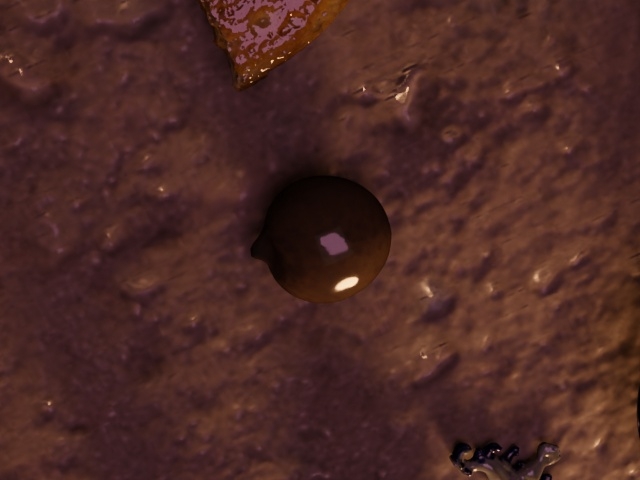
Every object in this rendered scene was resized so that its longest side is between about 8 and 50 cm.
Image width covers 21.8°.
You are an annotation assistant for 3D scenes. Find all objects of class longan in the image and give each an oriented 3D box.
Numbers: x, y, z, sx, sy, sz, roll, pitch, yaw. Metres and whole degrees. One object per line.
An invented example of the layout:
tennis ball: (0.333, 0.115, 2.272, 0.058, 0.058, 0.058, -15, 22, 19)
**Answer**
longan: (0.000, 0.000, 1.318, 0.113, 0.092, 0.113, 0, 131, 0)

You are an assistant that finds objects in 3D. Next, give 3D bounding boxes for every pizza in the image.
pizza: (-0.044, -0.256, 1.227, 0.197, 0.058, 0.292, 14, 106, -15)

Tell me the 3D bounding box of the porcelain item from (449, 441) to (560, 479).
porcelain item: (0.182, 0.207, 1.473, 0.075, 0.021, 0.136, -44, 113, 7)

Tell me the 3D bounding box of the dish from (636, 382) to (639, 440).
dish: (0.401, 0.100, 1.429, 0.316, 0.106, 0.317, -6, 116, -12)
